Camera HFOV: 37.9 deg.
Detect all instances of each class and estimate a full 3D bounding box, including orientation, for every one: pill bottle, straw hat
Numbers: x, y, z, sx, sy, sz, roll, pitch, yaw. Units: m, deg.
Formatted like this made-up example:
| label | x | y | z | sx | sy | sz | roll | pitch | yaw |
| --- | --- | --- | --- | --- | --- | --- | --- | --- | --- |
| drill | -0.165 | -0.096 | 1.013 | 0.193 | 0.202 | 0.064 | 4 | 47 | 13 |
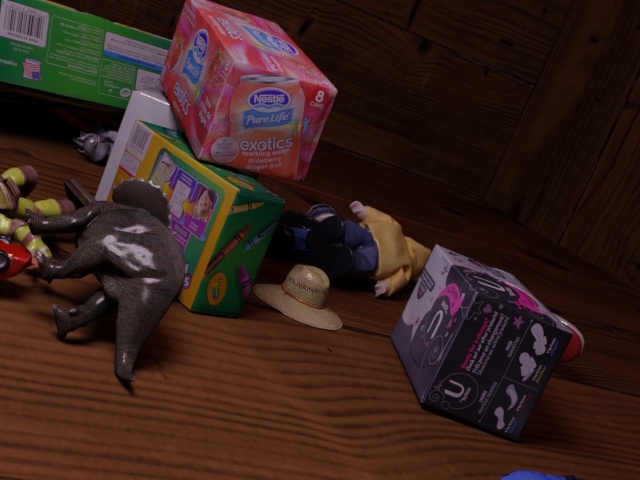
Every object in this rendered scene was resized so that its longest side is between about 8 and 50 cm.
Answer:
| label | x | y | z | sx | sy | sz | roll | pitch | yaw |
| --- | --- | --- | --- | --- | --- | --- | --- | --- | --- |
| pill bottle | 0.006 | -0.034 | 1.826 | 0.067 | 0.067 | 0.120 | 20 | 12 | -14 |
| straw hat | -0.020 | 0.068 | 1.331 | 0.145 | 0.061 | 0.144 | 21 | 12 | -5 |

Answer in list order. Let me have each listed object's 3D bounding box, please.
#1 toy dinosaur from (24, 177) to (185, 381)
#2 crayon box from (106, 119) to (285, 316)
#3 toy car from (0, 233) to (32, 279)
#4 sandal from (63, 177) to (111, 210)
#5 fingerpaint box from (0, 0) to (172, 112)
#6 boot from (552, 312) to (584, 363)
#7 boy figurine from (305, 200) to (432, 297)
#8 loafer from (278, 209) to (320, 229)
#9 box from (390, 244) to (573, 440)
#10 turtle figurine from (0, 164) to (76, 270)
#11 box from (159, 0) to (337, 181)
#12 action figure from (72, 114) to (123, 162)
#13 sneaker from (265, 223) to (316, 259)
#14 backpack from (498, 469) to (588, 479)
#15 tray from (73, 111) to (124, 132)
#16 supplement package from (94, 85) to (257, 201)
| label | x | y | z | sx | sy | sz | roll | pitch | yaw |
| --- | --- | --- | --- | --- | --- | --- | --- | --- | --- |
| toy dinosaur | -0.207 | 0.018 | 0.964 | 0.160 | 0.120 | 0.313 | -17 | 30 | -15 |
| crayon box | -0.180 | -0.035 | 1.236 | 0.081 | 0.165 | 0.278 | 12 | 16 | -43 |
| toy car | -0.440 | -0.014 | 0.928 | 0.225 | 0.053 | 0.239 | 30 | 13 | 34 |
| sandal | -0.243 | -0.013 | 1.177 | 0.219 | 0.090 | 0.060 | 31 | 54 | 29 |
| fingerpaint box | -0.548 | -0.339 | 1.724 | 0.371 | 0.163 | 0.445 | 10 | 3 | 34 |
| boot | 0.299 | 0.150 | 1.515 | 0.244 | 0.088 | 0.176 | 18 | 10 | 21 |
| boy figurine | 0.096 | 0.016 | 1.620 | 0.285 | 0.092 | 0.177 | 6 | 60 | -55 |
| loafer | 0.000 | 0.000 | 1.704 | 0.170 | 0.062 | 0.061 | 33 | 4 | 3 |
| box | 0.202 | 0.124 | 1.237 | 0.142 | 0.163 | 0.247 | 22 | 11 | -10 |
| turtle figurine | -0.398 | -0.051 | 1.090 | 0.270 | 0.087 | 0.217 | 25 | 12 | 12 |
| box | -0.109 | -0.217 | 1.294 | 0.154 | 0.142 | 0.300 | 12 | 24 | -26 |
| action figure | -0.339 | -0.176 | 1.760 | 0.185 | 0.099 | 0.285 | 36 | 20 | 33 |
| sneaker | -0.045 | 0.005 | 1.569 | 0.152 | 0.058 | 0.084 | 15 | 7 | -13 |
| backpack | 0.201 | 0.255 | 0.804 | 0.120 | 0.097 | 0.101 | 20 | 15 | -17 |
| tray | -0.405 | -0.260 | 2.072 | 0.411 | 0.076 | 0.203 | 33 | 15 | 37 |
| supplement package | -0.205 | -0.119 | 1.486 | 0.199 | 0.198 | 0.262 | 23 | 12 | -1 |
